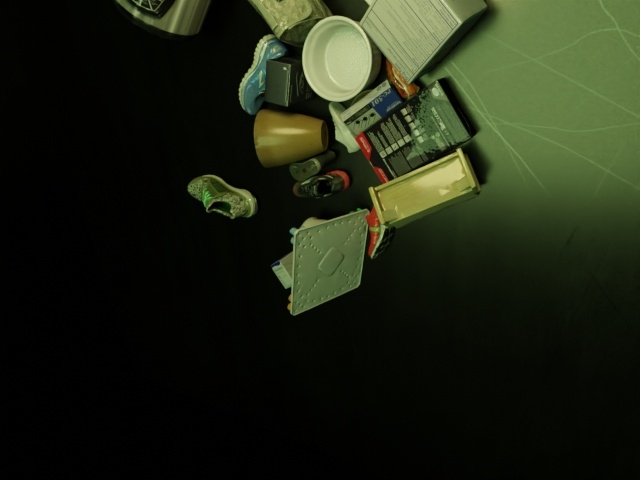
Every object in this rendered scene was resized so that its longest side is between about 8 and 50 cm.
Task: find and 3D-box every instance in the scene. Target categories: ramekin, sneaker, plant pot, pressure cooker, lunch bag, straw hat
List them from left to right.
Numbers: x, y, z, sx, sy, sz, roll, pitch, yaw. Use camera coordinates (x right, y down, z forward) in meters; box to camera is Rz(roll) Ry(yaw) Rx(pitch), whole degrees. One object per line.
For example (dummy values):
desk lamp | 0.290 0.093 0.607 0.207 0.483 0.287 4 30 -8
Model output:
pressure cooker | -0.572 -1.040 1.650 0.375 0.370 0.420 55 129 19
sneaker | -0.514 -0.206 2.126 0.411 0.182 0.158 19 121 24
sneaker | -0.221 -0.646 1.769 0.147 0.130 0.330 40 127 13
lunch bag | -0.120 -0.818 1.522 0.169 0.287 0.235 -38 89 38
plant pot | -0.104 -0.416 1.767 0.255 0.237 0.237 1 113 15
sneaker | -0.033 -0.314 1.837 0.222 0.118 0.083 0 118 54
sneaker | -0.019 -0.226 1.839 0.276 0.135 0.097 -5 111 35
sneaker | 0.082 -0.439 1.716 0.094 0.080 0.212 -26 98 49
ramekin | 0.084 -0.650 1.566 0.277 0.135 0.277 15 120 27
straw hat | 0.172 -0.516 1.624 0.144 0.145 0.061 -45 44 38
sneaker | 0.235 -0.061 1.795 0.118 0.107 0.278 26 116 33
sneaker | 0.285 -0.576 1.532 0.175 0.067 0.064 63 170 11

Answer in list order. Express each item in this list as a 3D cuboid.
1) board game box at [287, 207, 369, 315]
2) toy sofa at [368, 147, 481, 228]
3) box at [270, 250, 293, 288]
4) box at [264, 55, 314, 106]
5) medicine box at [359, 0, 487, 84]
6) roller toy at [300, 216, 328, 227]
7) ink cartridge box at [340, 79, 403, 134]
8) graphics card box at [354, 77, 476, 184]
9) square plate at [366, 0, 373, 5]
board game box | 0.030 0.080 1.807 0.050 0.390 0.389 31 128 41
toy sofa | 0.375 -0.177 1.576 0.363 0.177 0.150 -23 77 22
box | -0.147 0.139 2.097 0.072 0.126 0.137 -29 94 40
box | -0.111 -0.611 1.664 0.108 0.207 0.153 22 122 22
medicine box | 0.305 -0.689 1.344 0.263 0.149 0.289 52 154 1
roller toy | 0.000 0.000 1.895 0.146 0.191 0.209 15 136 25
ink cartridge box | 0.185 -0.479 1.585 0.207 0.097 0.046 -31 52 25
graphics card box | 0.334 -0.377 1.572 0.371 0.094 0.232 -30 94 39
square plate | 0.187 -0.996 1.393 0.344 0.049 0.347 50 128 5
